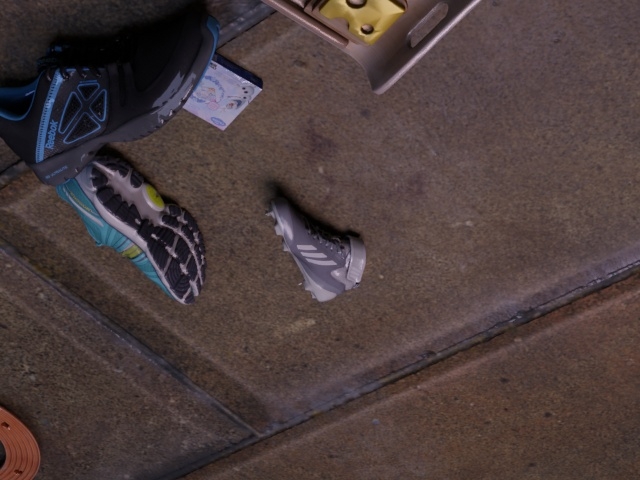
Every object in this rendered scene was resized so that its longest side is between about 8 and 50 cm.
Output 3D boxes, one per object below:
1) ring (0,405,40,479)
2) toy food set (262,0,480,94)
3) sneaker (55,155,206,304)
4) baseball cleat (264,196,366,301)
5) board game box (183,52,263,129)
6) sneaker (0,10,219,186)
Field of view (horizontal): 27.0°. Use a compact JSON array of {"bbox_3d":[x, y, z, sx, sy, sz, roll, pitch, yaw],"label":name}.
[{"bbox_3d":[-0.644,0.342,2.273,0.337,0.032,0.336,1,136,1],"label":"ring"},{"bbox_3d":[0.014,-0.306,1.512,0.306,0.092,0.220,29,130,-24],"label":"toy food set"},{"bbox_3d":[-0.256,-0.017,1.848,0.110,0.107,0.275,-8,134,39],"label":"sneaker"},{"bbox_3d":[0.000,0.000,1.863,0.109,0.072,0.206,-21,137,5],"label":"baseball cleat"},{"bbox_3d":[-0.135,-0.192,1.692,0.090,0.020,0.090,29,130,-24],"label":"board game box"},{"bbox_3d":[-0.270,-0.188,1.631,0.341,0.125,0.139,-30,122,27],"label":"sneaker"}]
